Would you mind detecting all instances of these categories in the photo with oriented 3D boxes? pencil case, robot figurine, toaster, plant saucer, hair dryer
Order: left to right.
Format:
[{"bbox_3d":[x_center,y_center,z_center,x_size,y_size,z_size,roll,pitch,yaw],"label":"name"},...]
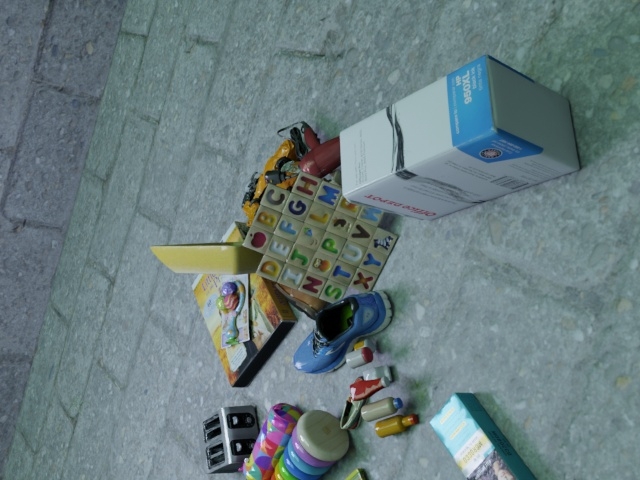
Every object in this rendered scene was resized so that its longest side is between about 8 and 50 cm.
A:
[{"bbox_3d":[-0.268,0.582,2.039,0.186,0.110,0.167,-35,56,40],"label":"toaster"},{"bbox_3d":[-0.235,0.046,1.916,0.333,0.333,0.080,-1,91,37],"label":"plant saucer"},{"bbox_3d":[-0.133,0.553,1.892,0.104,0.105,0.236,41,110,46],"label":"pencil case"},{"bbox_3d":[-0.127,-0.143,2.057,0.291,0.085,0.211,-53,46,27],"label":"robot figurine"},{"bbox_3d":[-0.019,-0.260,1.903,0.294,0.080,0.223,0,62,28],"label":"hair dryer"}]

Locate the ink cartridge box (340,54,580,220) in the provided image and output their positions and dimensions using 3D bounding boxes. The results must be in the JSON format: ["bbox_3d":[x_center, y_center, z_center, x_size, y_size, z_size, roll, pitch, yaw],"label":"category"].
[{"bbox_3d":[0.272,-0.187,1.439,0.395,0.286,0.166,-21,65,45],"label":"ink cartridge box"}]

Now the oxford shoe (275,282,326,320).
[{"bbox_3d":[-0.051,0.151,1.929,0.076,0.076,0.212,-49,37,-11],"label":"oxford shoe"}]

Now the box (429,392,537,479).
[{"bbox_3d":[0.327,0.432,1.410,0.100,0.060,0.244,-58,44,24],"label":"box"}]

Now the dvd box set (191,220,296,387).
[{"bbox_3d":[-0.246,0.189,2.139,0.307,0.062,0.420,-53,47,27],"label":"dvd box set"}]

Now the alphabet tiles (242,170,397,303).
[{"bbox_3d":[0.000,0.000,1.707,0.011,0.343,0.285,-99,33,-70],"label":"alphabet tiles"}]

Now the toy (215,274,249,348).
[{"bbox_3d":[-0.271,0.191,2.077,0.137,0.056,0.237,-24,64,42],"label":"toy"}]

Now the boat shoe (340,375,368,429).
[{"bbox_3d":[0.083,0.399,1.720,0.049,0.043,0.136,17,94,52],"label":"boat shoe"}]

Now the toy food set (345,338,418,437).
[{"bbox_3d":[0.139,0.329,1.623,0.105,0.111,0.232,-27,60,30],"label":"toy food set"}]

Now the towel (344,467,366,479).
[{"bbox_3d":[0.112,0.666,1.646,0.102,0.021,0.237,-54,47,35],"label":"towel"}]

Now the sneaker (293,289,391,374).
[{"bbox_3d":[0.022,0.225,1.750,0.330,0.147,0.129,-47,49,33],"label":"sneaker"}]

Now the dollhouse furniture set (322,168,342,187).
[{"bbox_3d":[0.005,-0.083,1.911,0.182,0.101,0.160,-20,42,46],"label":"dollhouse furniture set"}]

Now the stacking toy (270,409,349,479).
[{"bbox_3d":[-0.057,0.585,1.793,0.330,0.141,0.141,-59,43,32],"label":"stacking toy"}]
